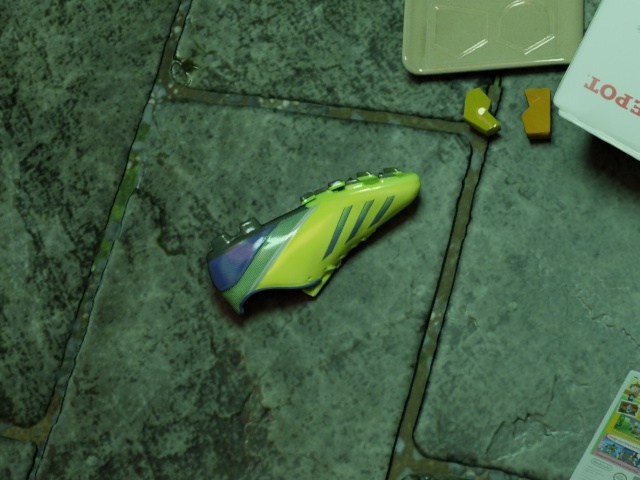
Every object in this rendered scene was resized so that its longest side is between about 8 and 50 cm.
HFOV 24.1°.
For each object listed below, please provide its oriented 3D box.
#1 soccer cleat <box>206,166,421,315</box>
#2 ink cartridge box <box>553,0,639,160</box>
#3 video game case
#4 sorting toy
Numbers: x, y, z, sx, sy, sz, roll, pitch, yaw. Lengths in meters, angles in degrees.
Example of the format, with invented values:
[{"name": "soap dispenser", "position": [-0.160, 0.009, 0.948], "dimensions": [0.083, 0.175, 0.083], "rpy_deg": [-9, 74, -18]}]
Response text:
[{"name": "soccer cleat", "position": [0.000, 0.000, 1.872], "dimensions": [0.289, 0.093, 0.121], "rpy_deg": [-24, 94, 3]}, {"name": "ink cartridge box", "position": [0.479, -0.253, 1.682], "dimensions": [0.279, 0.160, 0.385], "rpy_deg": [34, 107, 27]}, {"name": "video game case", "position": [0.380, 0.259, 1.626], "dimensions": [0.212, 0.023, 0.193], "rpy_deg": [21, 76, 44]}, {"name": "sorting toy", "position": [0.221, -0.267, 1.919], "dimensions": [0.229, 0.041, 0.307], "rpy_deg": [-1, 69, 13]}]
